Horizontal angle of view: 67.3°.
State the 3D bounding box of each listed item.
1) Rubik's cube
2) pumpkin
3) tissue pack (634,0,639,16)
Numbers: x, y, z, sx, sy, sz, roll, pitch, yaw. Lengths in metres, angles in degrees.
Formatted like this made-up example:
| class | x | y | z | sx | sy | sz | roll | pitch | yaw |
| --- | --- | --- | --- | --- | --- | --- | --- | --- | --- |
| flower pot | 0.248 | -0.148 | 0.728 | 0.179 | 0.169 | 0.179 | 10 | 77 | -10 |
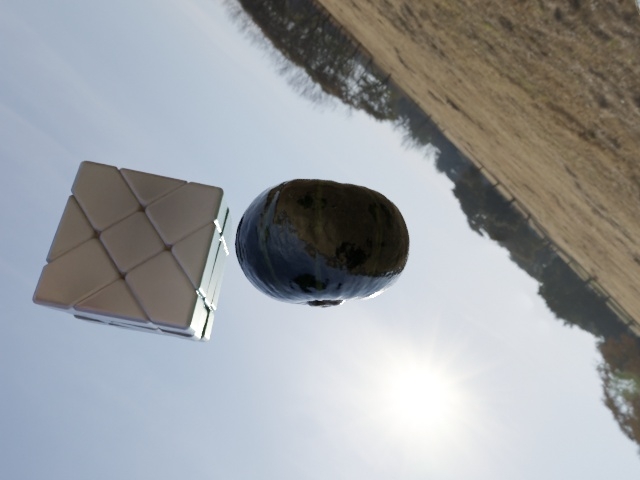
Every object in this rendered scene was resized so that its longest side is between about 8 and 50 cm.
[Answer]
| class | x | y | z | sx | sy | sz | roll | pitch | yaw |
| --- | --- | --- | --- | --- | --- | --- | --- | --- | --- |
| Rubik's cube | -0.395 | 0.045 | 1.112 | 0.319 | 0.322 | 0.316 | 11 | 164 | -3 |
| pumpkin | 0.000 | 0.003 | 0.464 | 0.167 | 0.167 | 0.125 | -8 | -95 | -69 |
| tissue pack | 0.416 | -0.274 | 0.520 | 0.178 | 0.123 | 0.127 | 56 | -131 | -16 |
